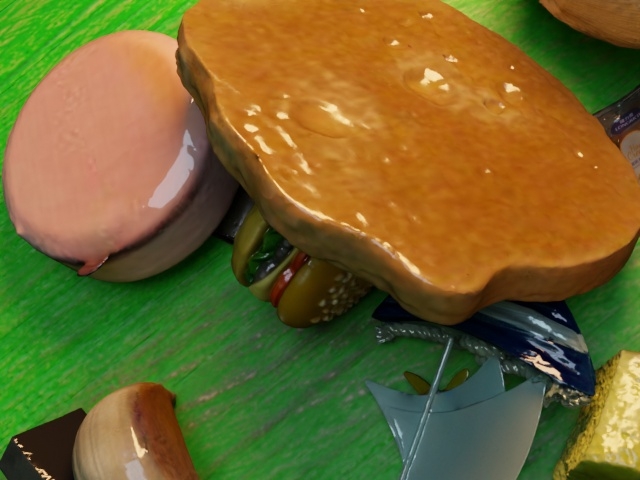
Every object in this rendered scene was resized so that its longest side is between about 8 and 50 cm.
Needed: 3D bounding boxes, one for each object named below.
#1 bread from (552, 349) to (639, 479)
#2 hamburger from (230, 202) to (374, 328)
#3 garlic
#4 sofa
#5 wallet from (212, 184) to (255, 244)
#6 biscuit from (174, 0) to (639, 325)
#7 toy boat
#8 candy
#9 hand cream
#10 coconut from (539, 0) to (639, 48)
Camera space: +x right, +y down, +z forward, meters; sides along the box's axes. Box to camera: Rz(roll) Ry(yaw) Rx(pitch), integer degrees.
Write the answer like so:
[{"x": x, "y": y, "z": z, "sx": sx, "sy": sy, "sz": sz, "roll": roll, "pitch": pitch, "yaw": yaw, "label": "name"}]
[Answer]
[{"x": 0.254, "y": 0.160, "z": 0.767, "sx": 0.111, "sy": 0.129, "sz": 0.114, "roll": 19, "pitch": 70, "yaw": 1, "label": "bread"}, {"x": 0.000, "y": 0.000, "z": 0.859, "sx": 0.162, "sy": 0.162, "sz": 0.115, "roll": -45, "pitch": 73, "yaw": -6, "label": "hamburger"}, {"x": -0.136, "y": 0.213, "z": 0.831, "sx": 0.090, "sy": 0.128, "sz": 0.198, "roll": -46, "pitch": 64, "yaw": 21, "label": "garlic"}, {"x": -0.214, "y": 0.232, "z": 0.876, "sx": 0.147, "sy": 0.085, "sz": 0.060, "roll": 43, "pitch": 125, "yaw": 21, "label": "sofa"}, {"x": -0.063, "y": -0.123, "z": 0.980, "sx": 0.137, "sy": 0.031, "sz": 0.255, "roll": 26, "pitch": 76, "yaw": 22, "label": "wallet"}, {"x": 0.081, "y": -0.090, "z": 0.827, "sx": 0.365, "sy": 0.062, "sz": 0.385, "roll": -18, "pitch": 57, "yaw": -36, "label": "biscuit"}, {"x": 0.104, "y": 0.164, "z": 0.812, "sx": 0.220, "sy": 0.067, "sz": 0.291, "roll": 16, "pitch": 80, "yaw": 37, "label": "toy boat"}, {"x": -0.193, "y": -0.076, "z": 0.936, "sx": 0.255, "sy": 0.094, "sz": 0.255, "roll": -9, "pitch": 68, "yaw": 22, "label": "candy"}, {"x": 0.302, "y": -0.064, "z": 0.877, "sx": 0.062, "sy": 0.039, "sz": 0.163, "roll": -37, "pitch": 64, "yaw": 35, "label": "hand cream"}, {"x": 0.279, "y": -0.309, "z": 0.837, "sx": 0.254, "sy": 0.297, "sz": 0.297, "roll": -33, "pitch": 67, "yaw": -12, "label": "coconut"}]
